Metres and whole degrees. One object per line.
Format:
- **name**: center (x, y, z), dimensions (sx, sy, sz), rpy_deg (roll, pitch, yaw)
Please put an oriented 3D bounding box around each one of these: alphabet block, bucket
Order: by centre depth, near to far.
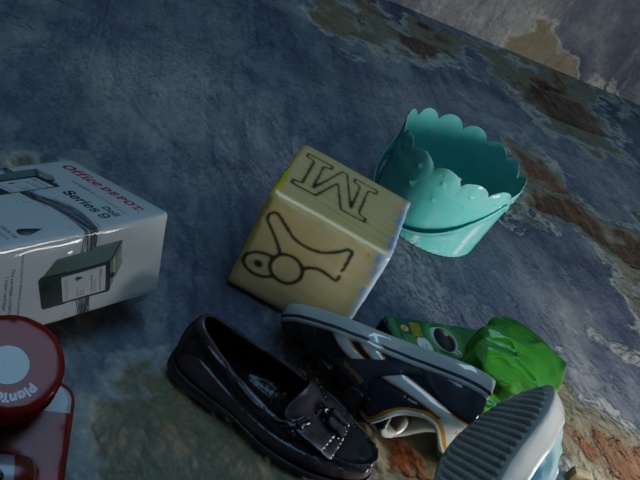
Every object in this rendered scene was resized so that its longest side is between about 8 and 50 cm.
- **alphabet block**: center (0.000, 0.000, 1.244), dimensions (0.197, 0.192, 0.193), rpy_deg (30, 31, -1)
- **bucket**: center (0.245, -0.112, 1.589), dimensions (0.281, 0.183, 0.281), rpy_deg (20, 33, -13)

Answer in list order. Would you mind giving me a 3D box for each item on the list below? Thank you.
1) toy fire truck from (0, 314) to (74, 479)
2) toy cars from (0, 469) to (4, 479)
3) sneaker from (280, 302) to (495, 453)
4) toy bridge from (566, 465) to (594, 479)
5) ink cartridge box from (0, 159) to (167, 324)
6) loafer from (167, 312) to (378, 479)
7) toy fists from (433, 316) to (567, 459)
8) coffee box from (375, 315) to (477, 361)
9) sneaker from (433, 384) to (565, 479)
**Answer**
- **toy fire truck**: center (-0.375, 0.202, 0.725), dimensions (0.302, 0.169, 0.254), rpy_deg (13, 56, -25)
- **toy cars**: center (-0.263, 0.328, 0.568), dimensions (0.176, 0.087, 0.394), rpy_deg (-5, 65, -4)
- **sneaker**: center (0.064, 0.186, 1.084), dimensions (0.321, 0.128, 0.126), rpy_deg (18, -14, 29)
- **toy bridge**: center (0.398, 0.410, 1.132), dimensions (0.063, 0.026, 0.188), rpy_deg (22, 33, -12)
- **ink cartridge box**: center (-0.366, 0.001, 0.972), dimensions (0.211, 0.122, 0.289), rpy_deg (27, 26, 30)
- **loafer**: center (-0.053, 0.202, 1.010), dimensions (0.302, 0.095, 0.109), rpy_deg (31, 32, 3)
- **toy fists**: center (0.253, 0.227, 1.174), dimensions (0.142, 0.096, 0.279), rpy_deg (41, 52, -2)
- **coffee box**: center (0.186, 0.183, 1.268), dimensions (0.184, 0.040, 0.113), rpy_deg (10, 39, -26)
- **sneaker**: center (0.208, 0.311, 0.889), dimensions (0.150, 0.135, 0.366), rpy_deg (58, 41, -9)
